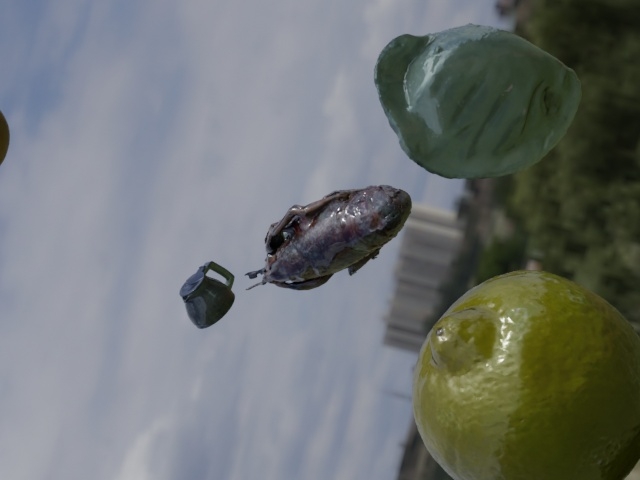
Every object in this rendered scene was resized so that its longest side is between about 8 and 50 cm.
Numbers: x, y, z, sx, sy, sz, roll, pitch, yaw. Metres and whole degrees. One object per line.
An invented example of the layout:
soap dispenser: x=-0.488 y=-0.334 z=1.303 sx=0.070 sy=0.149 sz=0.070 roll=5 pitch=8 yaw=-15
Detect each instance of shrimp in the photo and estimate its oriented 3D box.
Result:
shrimp: x=0.000 y=0.001 z=1.568 sx=0.190 sy=0.075 sz=0.073 roll=-34 pitch=1 yaw=41

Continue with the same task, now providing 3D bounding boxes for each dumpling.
dumpling: x=0.156 y=-0.147 z=1.953 sx=0.108 sy=0.219 sz=0.153 roll=-102 pitch=24 yaw=-67

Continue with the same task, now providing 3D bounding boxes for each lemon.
lemon: x=0.173 y=0.125 z=1.498 sx=0.248 sy=0.184 sz=0.184 roll=40 pitch=-121 yaw=-44

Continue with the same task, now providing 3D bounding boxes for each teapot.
teapot: x=-0.145 y=0.066 z=2.467 sx=0.057 sy=0.066 sz=0.088 roll=49 pitch=-127 yaw=-24

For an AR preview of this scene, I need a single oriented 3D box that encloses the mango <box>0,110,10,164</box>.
mango: x=-0.391 y=-0.089 z=1.949 sx=0.178 sy=0.090 sz=0.115 roll=-32 pitch=-28 yaw=-54
